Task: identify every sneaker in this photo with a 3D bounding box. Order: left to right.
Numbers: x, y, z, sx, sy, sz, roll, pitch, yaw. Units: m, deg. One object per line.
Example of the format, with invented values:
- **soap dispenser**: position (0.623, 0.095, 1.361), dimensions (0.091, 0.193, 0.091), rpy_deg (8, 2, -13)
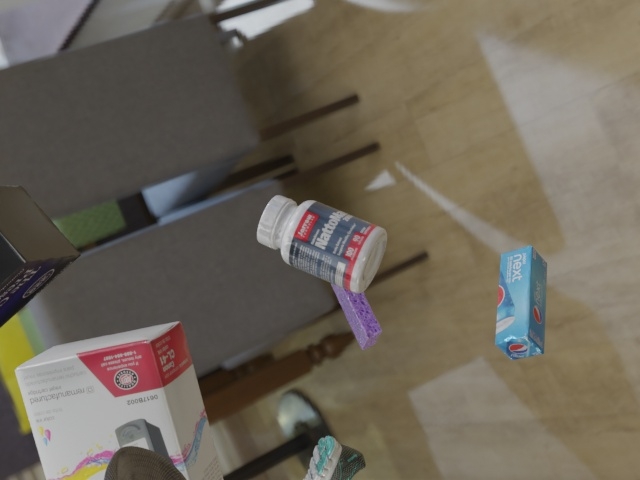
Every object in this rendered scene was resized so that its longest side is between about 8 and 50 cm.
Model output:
- **sneaker**: position (0.010, 0.353, 1.546), dimensions (0.166, 0.076, 0.065), rpy_deg (-63, 22, 24)

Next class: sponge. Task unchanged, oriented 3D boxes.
- **sponge**: position (0.043, 0.077, 1.853), dimensions (0.117, 0.031, 0.210), rpy_deg (95, 150, -73)

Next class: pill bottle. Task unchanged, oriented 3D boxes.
- **pill bottle**: position (0.000, 0.000, 1.677), dimensions (0.180, 0.108, 0.108), rpy_deg (22, 136, 15)

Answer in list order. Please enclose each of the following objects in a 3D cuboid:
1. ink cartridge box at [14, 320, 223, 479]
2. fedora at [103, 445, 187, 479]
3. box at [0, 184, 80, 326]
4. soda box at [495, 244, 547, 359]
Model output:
- **ink cartridge box**: position (-0.282, 0.292, 1.599), dimensions (0.131, 0.226, 0.306), rpy_deg (-31, -73, -75)
- **fedora**: position (-0.159, 0.340, 1.014), dimensions (0.275, 0.124, 0.244), rpy_deg (58, -173, 17)
- **box**: position (-0.367, 0.067, 1.011), dimensions (0.103, 0.261, 0.184), rpy_deg (48, -177, -2)
- **soda box**: position (0.383, 0.118, 2.099), dimensions (0.071, 0.210, 0.067), rpy_deg (-17, 136, 33)
